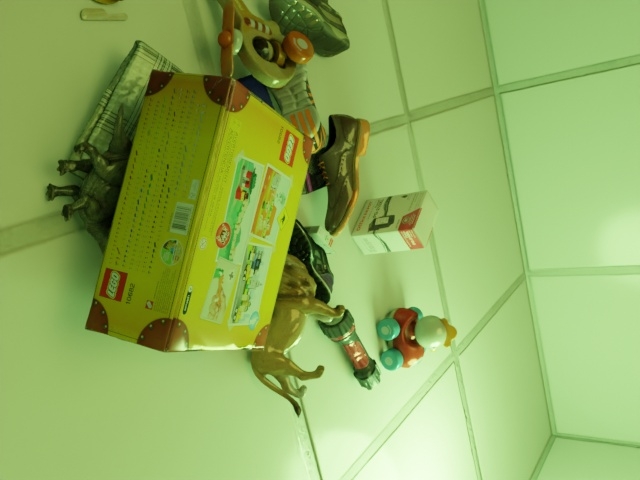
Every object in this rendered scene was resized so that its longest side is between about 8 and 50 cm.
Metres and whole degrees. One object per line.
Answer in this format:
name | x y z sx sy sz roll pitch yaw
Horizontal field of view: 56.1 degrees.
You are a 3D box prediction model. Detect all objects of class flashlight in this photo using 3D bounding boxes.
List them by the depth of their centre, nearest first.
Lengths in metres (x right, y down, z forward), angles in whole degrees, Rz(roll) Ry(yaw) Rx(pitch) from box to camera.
flashlight | 0.098 0.335 1.832 0.103 0.103 0.304 -38 121 -18

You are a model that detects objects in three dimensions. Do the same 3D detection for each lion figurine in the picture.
lion figurine | -0.092 0.232 1.548 0.240 0.142 0.392 22 73 -15

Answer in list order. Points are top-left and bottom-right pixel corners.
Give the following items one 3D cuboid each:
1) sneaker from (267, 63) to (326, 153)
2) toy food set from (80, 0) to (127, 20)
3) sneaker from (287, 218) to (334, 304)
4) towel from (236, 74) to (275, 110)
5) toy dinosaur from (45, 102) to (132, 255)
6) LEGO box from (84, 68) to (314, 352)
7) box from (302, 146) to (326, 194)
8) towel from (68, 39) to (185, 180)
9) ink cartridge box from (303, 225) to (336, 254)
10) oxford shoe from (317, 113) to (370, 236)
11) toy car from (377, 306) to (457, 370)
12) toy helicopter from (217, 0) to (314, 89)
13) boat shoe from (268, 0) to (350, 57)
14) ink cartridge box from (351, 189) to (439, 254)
sneaker | -0.071 -0.380 1.682 0.180 0.125 0.321 64 12 -70
toy food set | -0.439 -0.565 1.233 0.128 0.071 0.217 -15 98 -53
sneaker | -0.042 0.042 1.697 0.124 0.107 0.283 -67 141 -53
towel | -0.180 -0.263 1.554 0.228 0.076 0.308 -42 118 -55
toy dinosaur | -0.414 -0.112 1.151 0.160 0.121 0.313 3 106 -52
LEGO box | -0.218 -0.036 1.224 0.372 0.193 0.499 23 79 -66
box | -0.014 -0.211 1.797 0.162 0.029 0.116 -26 108 -50
towel | -0.338 -0.207 1.286 0.312 0.056 0.324 36 73 -46
ink cartridge box | 0.000 0.000 1.764 0.115 0.063 0.029 45 54 -41
oxford shoe | 0.043 -0.195 1.780 0.133 0.130 0.363 13 82 -19
toy car | 0.353 0.335 2.052 0.219 0.238 0.210 -11 95 -53
toy helicopter | -0.197 -0.528 1.478 0.235 0.140 0.355 -33 90 -47
boat shoe | -0.038 -0.657 1.752 0.355 0.132 0.130 16 63 -60
ink cartridge box | 0.240 -0.056 1.947 0.100 0.237 0.172 52 48 -33
